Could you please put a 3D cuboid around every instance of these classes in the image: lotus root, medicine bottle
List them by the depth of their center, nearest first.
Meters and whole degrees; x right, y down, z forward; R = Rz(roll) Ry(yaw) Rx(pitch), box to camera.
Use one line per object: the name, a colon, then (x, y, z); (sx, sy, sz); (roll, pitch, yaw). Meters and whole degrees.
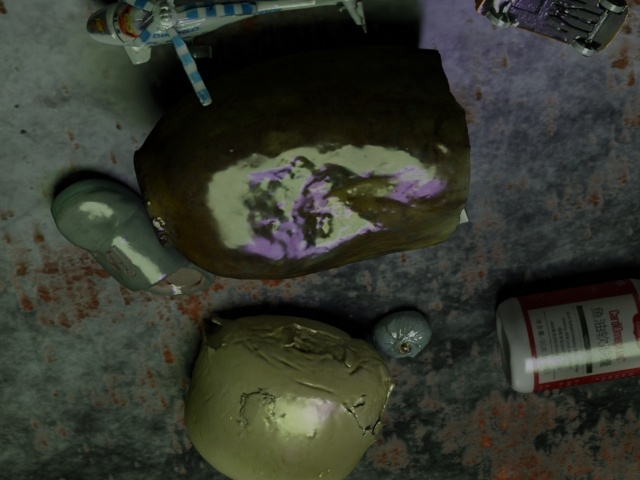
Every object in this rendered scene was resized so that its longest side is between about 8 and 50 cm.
lotus root: (-0.025, -0.084, 1.706); (0.346, 0.250, 0.250); (-12, 140, -8)
medicine bottle: (0.366, 0.123, 2.111); (0.250, 0.131, 0.131); (-9, 140, 0)

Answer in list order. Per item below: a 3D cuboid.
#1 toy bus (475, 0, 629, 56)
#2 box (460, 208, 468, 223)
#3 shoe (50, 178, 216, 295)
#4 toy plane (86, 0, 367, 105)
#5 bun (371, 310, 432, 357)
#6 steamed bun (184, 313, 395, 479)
toy bus: (0.244, -0.257, 1.686); (0.162, 0.074, 0.069); (14, 127, -23)
box: (0.137, -0.036, 1.961); (0.083, 0.024, 0.054); (-16, 138, 9)
shoe: (-0.217, 0.018, 1.893); (0.103, 0.100, 0.251); (-33, 137, 26)
toy plane: (-0.103, -0.246, 1.637); (0.273, 0.107, 0.182); (-26, 97, -9)
bun: (0.110, 0.130, 2.131); (0.083, 0.045, 0.083); (-3, 136, -3)
steamed bun: (-0.047, 0.221, 2.097); (0.273, 0.166, 0.232); (16, 134, -15)
